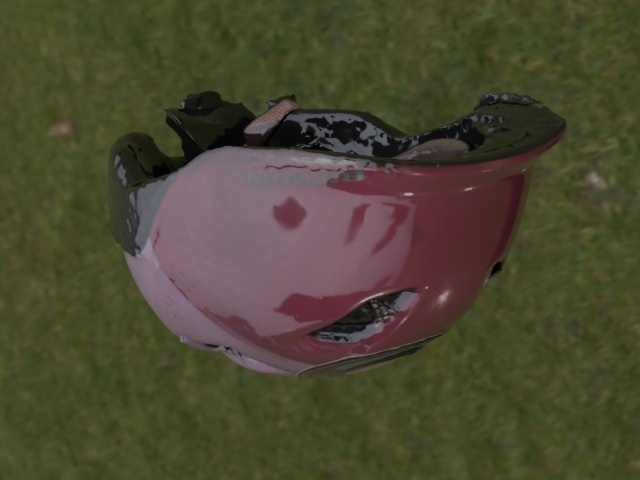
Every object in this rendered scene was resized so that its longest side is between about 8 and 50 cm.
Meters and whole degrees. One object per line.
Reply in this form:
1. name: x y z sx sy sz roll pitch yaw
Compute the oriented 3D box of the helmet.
1. helmet: 0.000 0.000 0.867 0.253 0.198 0.154 21 116 48
